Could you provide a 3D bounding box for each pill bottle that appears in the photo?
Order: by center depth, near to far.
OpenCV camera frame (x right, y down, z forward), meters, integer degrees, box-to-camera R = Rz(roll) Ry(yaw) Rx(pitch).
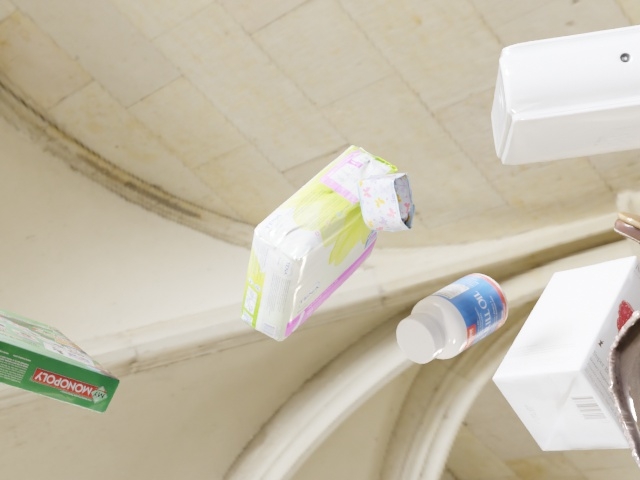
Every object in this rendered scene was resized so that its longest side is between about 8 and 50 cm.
[{"bbox_3d":[0.251,0.154,1.710,0.222,0.124,0.124,-24,-86,-40],"label":"pill bottle"}]

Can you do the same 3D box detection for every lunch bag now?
[{"bbox_3d":[0.099,-0.055,1.317,0.053,0.071,0.083,-25,-72,-48],"label":"lunch bag"}]

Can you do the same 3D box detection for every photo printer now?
[{"bbox_3d":[0.367,-0.175,1.071,0.256,0.308,0.107,45,-142,-79],"label":"photo printer"}]

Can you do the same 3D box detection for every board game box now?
[{"bbox_3d":[-0.403,0.095,0.985,0.317,0.214,0.046,28,-96,-36],"label":"board game box"}]

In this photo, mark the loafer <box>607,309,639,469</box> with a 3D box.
[{"bbox_3d":[0.246,0.155,0.481,0.130,0.133,0.365,20,-148,-25],"label":"loafer"}]

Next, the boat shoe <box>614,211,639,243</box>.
[{"bbox_3d":[0.536,0.021,1.334,0.073,0.207,0.073,-41,-28,-67],"label":"boat shoe"}]

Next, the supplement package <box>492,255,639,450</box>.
[{"bbox_3d":[0.462,0.192,1.529,0.177,0.175,0.293,53,-130,-16],"label":"supplement package"}]

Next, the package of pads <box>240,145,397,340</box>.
[{"bbox_3d":[0.000,0.000,1.472,0.101,0.229,0.296,32,-130,17],"label":"package of pads"}]
